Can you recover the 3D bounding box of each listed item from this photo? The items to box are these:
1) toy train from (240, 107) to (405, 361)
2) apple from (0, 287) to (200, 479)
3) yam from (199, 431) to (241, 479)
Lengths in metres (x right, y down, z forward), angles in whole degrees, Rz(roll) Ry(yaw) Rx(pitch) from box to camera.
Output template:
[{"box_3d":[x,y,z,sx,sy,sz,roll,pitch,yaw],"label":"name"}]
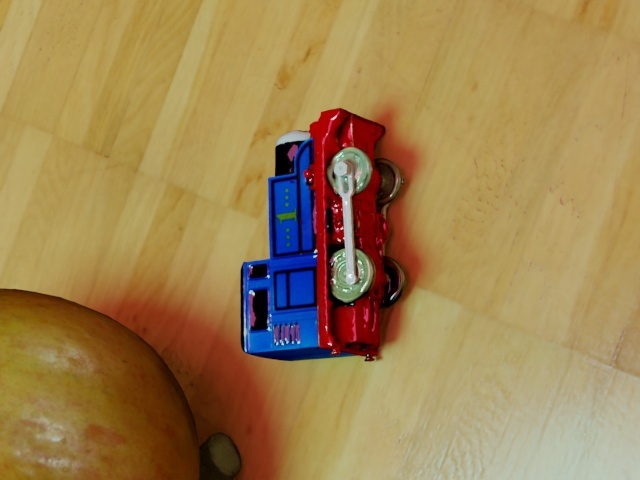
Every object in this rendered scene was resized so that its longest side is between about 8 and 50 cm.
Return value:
[{"box_3d":[0.000,0.000,1.650,0.131,0.083,0.204,-7,78,30],"label":"toy train"},{"box_3d":[-0.251,0.188,1.624,0.299,0.275,0.299,-38,40,39],"label":"apple"},{"box_3d":[-0.108,0.212,1.698,0.094,0.043,0.043,-46,63,15],"label":"yam"}]
